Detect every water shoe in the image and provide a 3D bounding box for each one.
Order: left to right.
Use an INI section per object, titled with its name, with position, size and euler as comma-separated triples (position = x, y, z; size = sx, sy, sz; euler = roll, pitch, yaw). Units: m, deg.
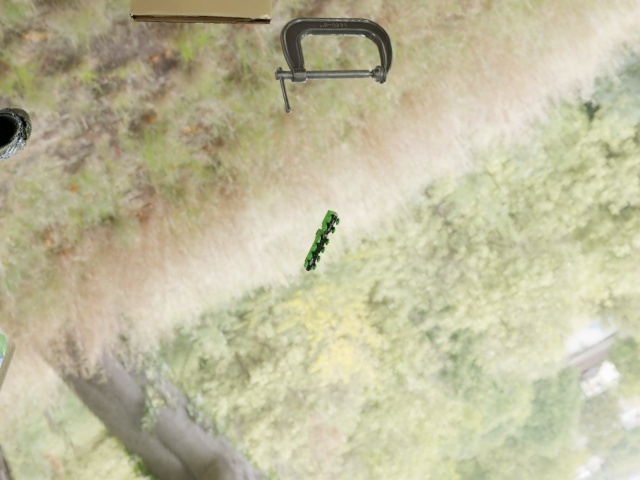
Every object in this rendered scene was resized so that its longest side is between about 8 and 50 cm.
[water shoe]
position = -0.460, -0.154, 1.310
size = 0.080, 0.073, 0.203
euler = -20, -163, 20

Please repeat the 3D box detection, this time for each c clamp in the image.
[c clamp]
position = 0.017, -0.211, 1.069
size = 0.160, 0.137, 0.022
euler = -9, 153, -18

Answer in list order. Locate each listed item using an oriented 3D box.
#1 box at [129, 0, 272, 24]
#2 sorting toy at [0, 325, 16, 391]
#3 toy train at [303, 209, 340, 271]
[box]
position = -0.139, -0.352, 1.066
size = 0.164, 0.201, 0.021
euler = 0, 165, -4
[sorting toy]
position = -0.639, 0.212, 1.672
size = 0.038, 0.193, 0.208
euler = -4, 139, 13
[toy train]
position = 0.000, 0.000, 1.092
size = 0.017, 0.024, 0.083
euler = 17, 115, -23
